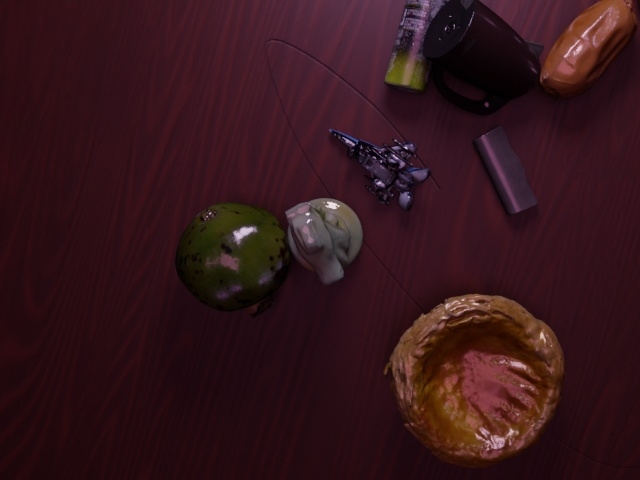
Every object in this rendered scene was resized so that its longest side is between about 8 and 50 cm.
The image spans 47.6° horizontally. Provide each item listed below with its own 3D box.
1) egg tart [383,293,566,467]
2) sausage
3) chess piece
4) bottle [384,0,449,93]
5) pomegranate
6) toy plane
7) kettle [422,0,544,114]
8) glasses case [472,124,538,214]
[{"bbox_3d":[0.332,0.294,1.582,0.388,0.169,0.387,0,97,2],"label":"egg tart"},{"bbox_3d":[0.551,-0.397,1.495,0.120,0.136,0.241,40,95,2],"label":"sausage"},{"bbox_3d":[0.000,0.000,1.515,0.176,0.298,0.175,0,94,6],"label":"chess piece"},{"bbox_3d":[0.221,-0.482,1.536,0.093,0.093,0.329,16,98,4],"label":"bottle"},{"bbox_3d":[-0.180,0.048,1.577,0.254,0.254,0.270,-29,105,9],"label":"pomegranate"},{"bbox_3d":[0.117,-0.175,1.591,0.247,0.078,0.169,31,127,4],"label":"toy plane"},{"bbox_3d":[0.330,-0.364,1.492,0.232,0.144,0.202,25,117,-27],"label":"kettle"},{"bbox_3d":[0.404,-0.152,1.585,0.072,0.042,0.190,-26,93,1],"label":"glasses case"}]
